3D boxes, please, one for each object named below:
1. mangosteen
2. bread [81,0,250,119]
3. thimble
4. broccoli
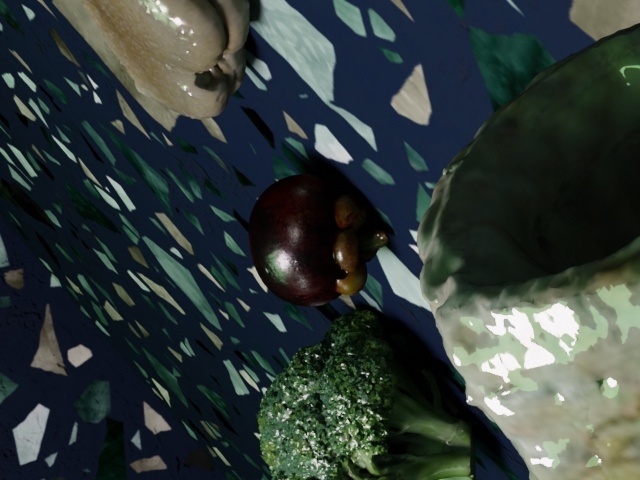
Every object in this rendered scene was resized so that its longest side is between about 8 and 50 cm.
[{"bbox_3d":[0.000,0.000,1.836,0.140,0.140,0.140,43,163,17],"label":"mangosteen"},{"bbox_3d":[-0.159,-0.245,1.687,0.183,0.102,0.337,23,151,56],"label":"bread"},{"bbox_3d":[0.200,0.015,1.029,0.195,0.291,0.291,54,163,-22],"label":"thimble"},{"bbox_3d":[0.049,0.212,2.042,0.241,0.261,0.269,4,155,9],"label":"broccoli"}]
